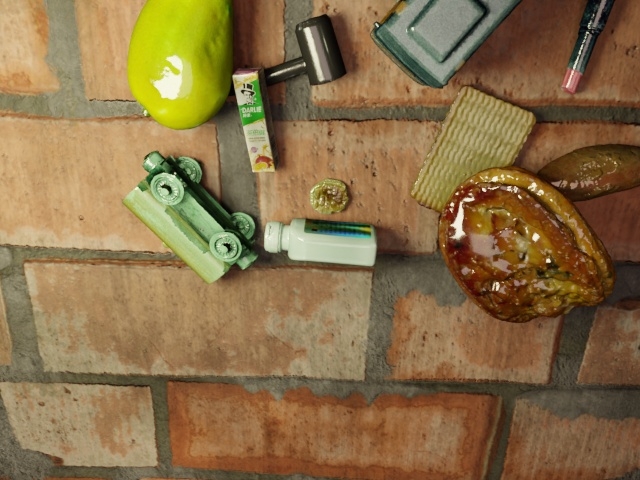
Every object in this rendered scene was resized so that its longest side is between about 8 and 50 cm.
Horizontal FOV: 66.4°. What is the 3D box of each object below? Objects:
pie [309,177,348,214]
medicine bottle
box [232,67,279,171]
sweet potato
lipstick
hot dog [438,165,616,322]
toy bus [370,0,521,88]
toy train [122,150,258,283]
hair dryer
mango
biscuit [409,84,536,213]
[{"bbox_3d":[0.018,-0.093,1.040,0.084,0.020,0.084,0,111,1],"label":"pie"},{"bbox_3d":[0.000,0.000,1.023,0.229,0.121,0.083,6,112,-1],"label":"medicine bottle"},{"bbox_3d":[-0.122,-0.230,0.951,0.050,0.041,0.207,1,127,12],"label":"box"},{"bbox_3d":[0.604,-0.142,0.968,0.385,0.109,0.109,-7,111,-1],"label":"sweet potato"},{"bbox_3d":[0.499,-0.390,0.903,0.054,0.053,0.234,9,116,-2],"label":"lipstick"},{"bbox_3d":[0.407,0.026,0.972,0.267,0.174,0.387,-31,116,32],"label":"hot dog"},{"bbox_3d":[0.244,-0.422,0.812,0.162,0.194,0.323,39,107,-14],"label":"toy bus"},{"bbox_3d":[-0.273,-0.036,1.013,0.189,0.126,0.307,-38,106,15],"label":"toy train"},{"bbox_3d":[-0.083,-0.336,0.934,0.248,0.070,0.114,-13,112,15],"label":"hair dryer"},{"bbox_3d":[-0.251,-0.338,0.882,0.185,0.149,0.272,10,104,13],"label":"mango"},{"bbox_3d":[0.307,-0.168,1.000,0.172,0.029,0.254,20,110,-7],"label":"biscuit"}]
